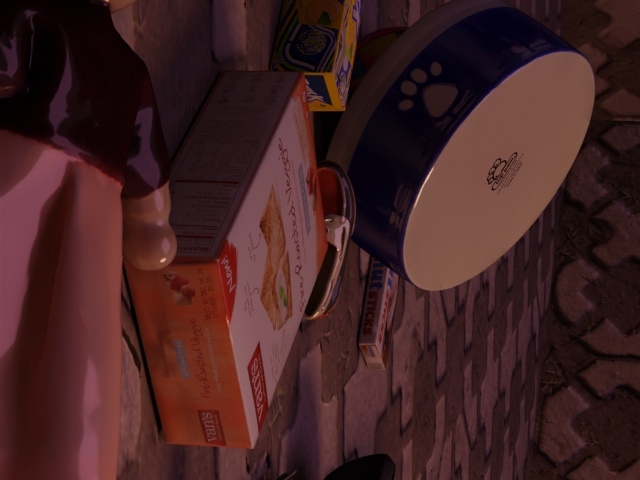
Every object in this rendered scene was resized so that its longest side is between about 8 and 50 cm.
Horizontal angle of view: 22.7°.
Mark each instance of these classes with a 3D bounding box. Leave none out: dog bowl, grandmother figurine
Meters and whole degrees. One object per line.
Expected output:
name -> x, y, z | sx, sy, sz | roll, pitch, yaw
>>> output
dog bowl -> 0.130, -0.088, 1.467 | 0.265, 0.104, 0.265 | -36, 148, -27
grandmother figurine -> -0.123, -0.035, 0.736 | 0.208, 0.104, 0.342 | 39, 55, -66

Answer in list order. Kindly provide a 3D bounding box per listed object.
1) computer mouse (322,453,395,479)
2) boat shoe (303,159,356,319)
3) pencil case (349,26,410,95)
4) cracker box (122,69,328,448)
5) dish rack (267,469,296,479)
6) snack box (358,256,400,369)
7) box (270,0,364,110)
computer mouse -> 0.009, 0.305, 1.421 | 0.188, 0.072, 0.272 | -64, 166, -62
boat shoe -> 0.000, 0.000, 1.358 | 0.043, 0.049, 0.137 | -14, 111, -73
pencil case -> 0.091, -0.113, 1.590 | 0.236, 0.104, 0.104 | 63, 32, -58
cracker box -> -0.056, 0.007, 1.085 | 0.232, 0.067, 0.156 | -69, 156, -51
dish rack -> -0.018, 0.287, 1.199 | 0.271, 0.074, 0.208 | -22, 102, -75
snack box -> 0.067, 0.043, 1.679 | 0.064, 0.022, 0.178 | 66, 30, -58
box -> 0.003, -0.192, 1.313 | 0.059, 0.054, 0.169 | 68, 27, -59
